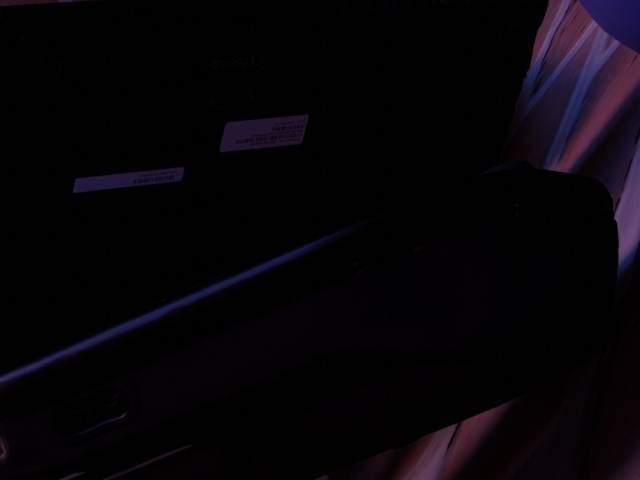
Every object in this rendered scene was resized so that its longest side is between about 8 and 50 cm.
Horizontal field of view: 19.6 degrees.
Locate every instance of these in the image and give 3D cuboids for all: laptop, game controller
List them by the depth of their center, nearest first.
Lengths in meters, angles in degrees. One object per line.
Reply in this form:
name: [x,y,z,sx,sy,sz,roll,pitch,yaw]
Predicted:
game controller: [-0.071,0.053,0.515,0.319,0.067,0.166,-24,-16,17]
laptop: [-0.067,-0.011,0.744,0.234,0.136,0.264,-10,-51,-34]

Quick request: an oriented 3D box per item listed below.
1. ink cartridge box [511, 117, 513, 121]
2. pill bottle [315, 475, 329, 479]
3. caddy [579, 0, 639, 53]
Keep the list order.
ink cartridge box: [0.002,-0.050,0.945,0.165,0.065,0.332,-30,-5,15]
pill bottle: [-0.087,0.145,0.708,0.208,0.117,0.117,-53,4,43]
caddy: [0.101,-0.197,0.350,0.341,0.241,0.179,-57,-1,-9]
